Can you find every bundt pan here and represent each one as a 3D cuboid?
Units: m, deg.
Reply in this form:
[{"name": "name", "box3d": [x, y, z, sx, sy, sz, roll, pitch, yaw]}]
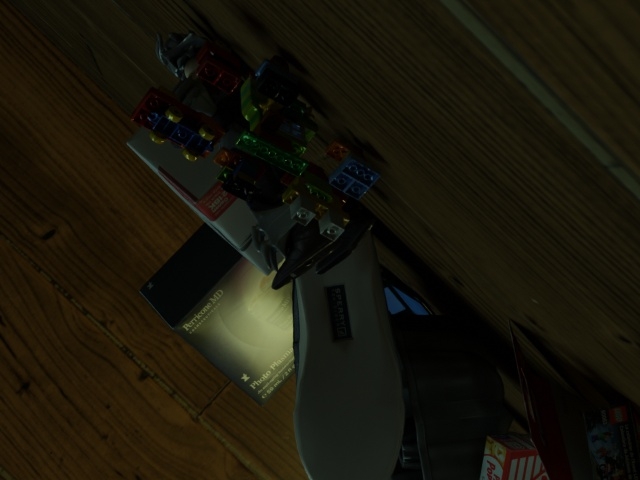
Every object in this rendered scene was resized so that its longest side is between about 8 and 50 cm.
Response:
[{"name": "bundt pan", "box3d": [0.153, 0.239, 1.398, 0.331, 0.124, 0.331, 173, 90, -85]}]

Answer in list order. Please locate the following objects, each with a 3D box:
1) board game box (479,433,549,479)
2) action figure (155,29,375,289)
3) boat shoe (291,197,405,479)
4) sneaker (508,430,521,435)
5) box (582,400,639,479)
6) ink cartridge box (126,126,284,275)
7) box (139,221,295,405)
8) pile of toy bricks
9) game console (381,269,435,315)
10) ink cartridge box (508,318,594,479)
[{"name": "board game box", "box3d": [0.235, 0.306, 1.265, 0.147, 0.193, 0.045, 1, -168, -29]}, {"name": "action figure", "box3d": [-0.077, -0.093, 1.110, 0.285, 0.099, 0.185, 53, -164, 14]}, {"name": "boat shoe", "box3d": [0.034, 0.123, 1.327, 0.158, 0.127, 0.340, 38, -131, -80]}, {"name": "sneaker", "box3d": [0.365, 0.396, 1.812, 0.148, 0.131, 0.350, 37, -178, -6]}, {"name": "box", "box3d": [0.301, 0.266, 1.035, 0.233, 0.044, 0.159, 48, -147, -45]}, {"name": "ink cartridge box", "box3d": [-0.160, -0.085, 1.885, 0.197, 0.114, 0.273, 39, 175, 34]}, {"name": "box", "box3d": [-0.130, 0.108, 2.239, 0.294, 0.296, 0.183, 46, 175, -37]}, {"name": "pile of toy bricks", "box3d": [-0.044, -0.102, 0.979, 0.212, 0.118, 0.105, 28, -149, -25]}, {"name": "game console", "box3d": [0.105, 0.102, 1.623, 0.122, 0.107, 0.071, 49, -159, -49]}, {"name": "ink cartridge box", "box3d": [0.245, 0.203, 1.109, 0.181, 0.056, 0.225, -89, -22, -58]}]
